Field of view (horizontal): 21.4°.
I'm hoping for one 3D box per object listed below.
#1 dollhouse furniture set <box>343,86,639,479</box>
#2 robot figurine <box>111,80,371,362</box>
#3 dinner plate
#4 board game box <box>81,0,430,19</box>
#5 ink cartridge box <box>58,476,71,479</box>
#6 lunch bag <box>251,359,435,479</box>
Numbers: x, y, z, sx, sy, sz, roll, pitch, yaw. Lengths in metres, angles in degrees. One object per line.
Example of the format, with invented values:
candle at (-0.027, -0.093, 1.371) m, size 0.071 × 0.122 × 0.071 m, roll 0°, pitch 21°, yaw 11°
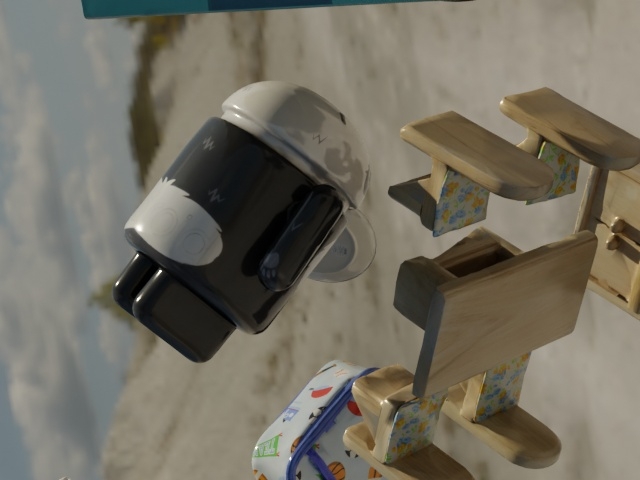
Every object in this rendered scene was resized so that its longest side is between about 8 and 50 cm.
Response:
dollhouse furniture set at (0.264, 0.062, 1.638) m, size 0.256 × 0.394 × 0.362 m, roll 34°, pitch 128°, yaw 36°
robot figurine at (-0.073, -0.020, 1.624) m, size 0.209 × 0.278 × 0.173 m, roll 35°, pitch 173°, yaw 21°
dinner plate at (0.000, 0.000, 2.102) m, size 0.017 × 0.141 × 0.141 m, roll -69°, pitch -23°, yaw -50°
board game box at (-0.025, -0.277, 1.540) m, size 0.254 × 0.336 × 0.079 m, roll -67°, pitch -27°, yaw -65°
ink cartridge box at (-0.400, 0.432, 2.236) m, size 0.092 × 0.219 × 0.160 m, roll 50°, pitch 157°, yaw 34°
lunch bag at (0.048, 0.330, 2.278) m, size 0.115 × 0.243 × 0.303 m, roll 7°, pitch 137°, yaw 46°
